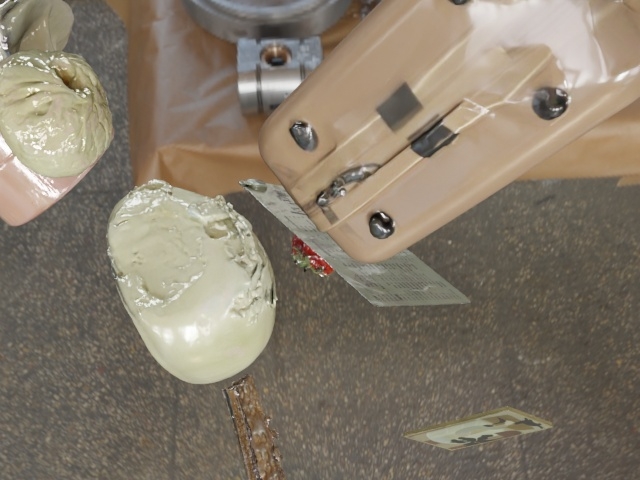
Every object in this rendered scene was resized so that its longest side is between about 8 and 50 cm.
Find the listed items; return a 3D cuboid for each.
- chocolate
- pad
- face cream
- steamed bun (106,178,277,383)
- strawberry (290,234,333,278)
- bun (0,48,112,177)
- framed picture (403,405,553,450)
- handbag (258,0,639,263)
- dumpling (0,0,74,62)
[{"bbox_3d":[-0.120,0.426,1.612,0.065,0.102,0.330,-16,89,30],"label":"chocolate"},{"bbox_3d":[0.036,-0.003,0.937,0.159,0.009,0.265,3,29,-43],"label":"pad"},{"bbox_3d":[-0.298,-0.101,0.841,0.149,0.104,0.149,-31,28,19],"label":"face cream"},{"bbox_3d":[-0.196,0.066,1.402,0.232,0.312,0.334,-24,70,-1],"label":"steamed bun"},{"bbox_3d":[0.000,0.005,1.920,0.131,0.131,0.148,26,58,14],"label":"strawberry"},{"bbox_3d":[-0.213,-0.109,0.682,0.069,0.115,0.115,-26,58,29],"label":"bun"},{"bbox_3d":[0.255,0.308,1.349,0.200,0.136,0.010,-25,55,36],"label":"framed picture"},{"bbox_3d":[0.122,-0.140,0.600,0.149,0.302,0.283,46,44,-5],"label":"handbag"},{"bbox_3d":[-0.359,-0.203,0.996,0.142,0.247,0.173,37,44,-7],"label":"dumpling"}]
